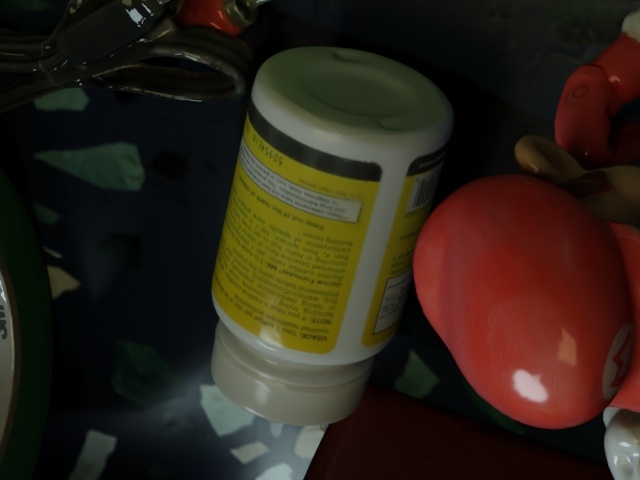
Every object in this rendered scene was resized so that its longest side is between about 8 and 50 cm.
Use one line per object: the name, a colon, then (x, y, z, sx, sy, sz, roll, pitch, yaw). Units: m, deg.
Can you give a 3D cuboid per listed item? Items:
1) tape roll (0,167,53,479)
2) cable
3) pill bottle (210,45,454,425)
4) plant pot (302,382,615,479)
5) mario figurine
tape roll: (-0.288, 0.085, 1.174, 0.077, 0.321, 0.321, 5, 114, 25)
cable: (-0.142, -0.130, 1.179, 0.287, 0.072, 0.139, -17, 127, 45)
pill bottle: (0.000, 0.000, 1.111, 0.119, 0.119, 0.208, 23, 120, 16)
plant pot: (0.074, 0.287, 1.137, 0.267, 0.236, 0.267, 18, 119, 19)
mario figurine: (0.176, -0.005, 0.897, 0.198, 0.320, 0.170, 49, 125, -2)
